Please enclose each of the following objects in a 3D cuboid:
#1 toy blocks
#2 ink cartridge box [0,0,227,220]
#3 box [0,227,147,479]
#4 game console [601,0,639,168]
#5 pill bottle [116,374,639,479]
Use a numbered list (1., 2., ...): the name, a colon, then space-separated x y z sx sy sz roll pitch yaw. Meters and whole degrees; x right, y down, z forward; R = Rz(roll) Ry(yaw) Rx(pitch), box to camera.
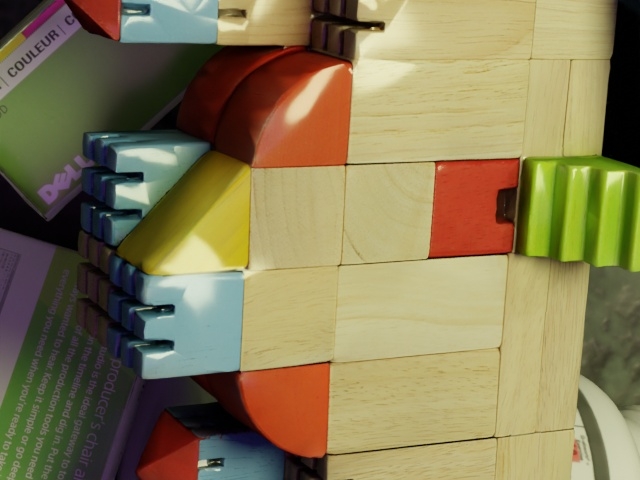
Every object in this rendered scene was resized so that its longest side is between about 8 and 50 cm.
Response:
1. toy blocks: 0.000 0.000 0.845 0.261 0.191 0.381 -3 104 -26
2. ink cartridge box: -0.116 -0.103 0.954 0.189 0.255 0.097 -42 102 2
3. box: -0.271 0.089 1.004 0.322 0.058 0.232 17 79 3
4. game console: 0.159 -0.221 0.930 0.060 0.342 0.387 -5 105 6
5. pill bottle: 0.071 0.172 1.069 0.363 0.210 0.210 8 102 -21
